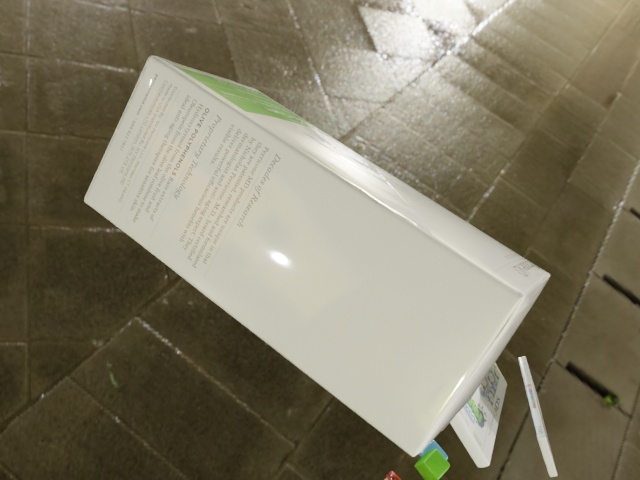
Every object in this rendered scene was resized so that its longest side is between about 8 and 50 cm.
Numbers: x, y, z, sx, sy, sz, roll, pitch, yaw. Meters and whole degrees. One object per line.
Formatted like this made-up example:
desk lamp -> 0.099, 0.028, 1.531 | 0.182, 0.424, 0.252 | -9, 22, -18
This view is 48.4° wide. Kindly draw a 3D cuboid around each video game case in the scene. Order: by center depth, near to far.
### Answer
video game case -> 0.172, 0.160, 0.845 | 0.157, 0.019, 0.143 | 58, 35, -17
video game case -> 0.270, 0.218, 0.887 | 0.011, 0.087, 0.122 | -15, 38, 14

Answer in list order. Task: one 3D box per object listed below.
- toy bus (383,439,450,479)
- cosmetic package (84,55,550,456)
toy bus -> 0.089, 0.357, 0.858 | 0.104, 0.191, 0.202 | 49, 40, 7
cosmetic package -> 0.000, 0.000, 0.640 | 0.365, 0.155, 0.197 | 33, 14, 17
